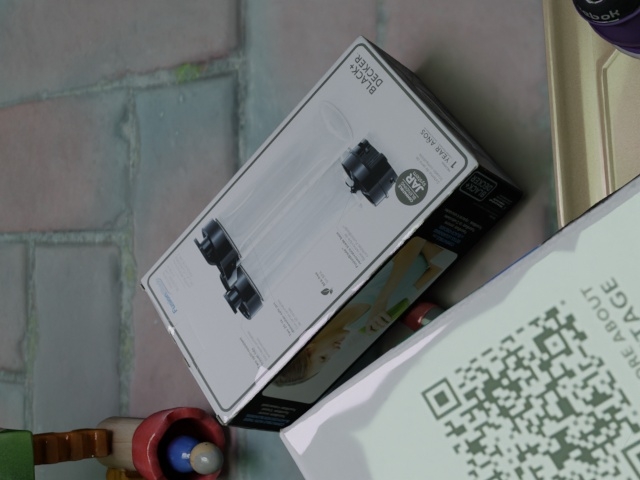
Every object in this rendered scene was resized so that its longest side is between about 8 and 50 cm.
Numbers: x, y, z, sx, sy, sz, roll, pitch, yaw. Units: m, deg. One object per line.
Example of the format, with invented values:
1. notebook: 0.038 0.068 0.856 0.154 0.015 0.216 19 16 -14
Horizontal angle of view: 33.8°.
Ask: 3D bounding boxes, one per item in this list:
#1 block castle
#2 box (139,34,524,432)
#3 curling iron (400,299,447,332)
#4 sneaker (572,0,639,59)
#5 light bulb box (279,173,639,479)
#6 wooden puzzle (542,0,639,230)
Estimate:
1. block castle: -0.293 0.306 0.904 0.213 0.453 0.303 -8 82 50
2. box: 0.000 0.000 0.861 0.290 0.087 0.169 -47 56 15
3. curling iron: 0.091 0.078 0.862 0.274 0.035 0.068 15 114 36
4. sneaker: 0.238 -0.257 0.646 0.107 0.124 0.283 23 97 36
5. light bulb box: 0.247 0.106 0.353 0.361 0.225 0.358 -38 74 24
6. wooden puzzle: 0.273 -0.111 0.713 0.239 0.044 0.221 -7 84 35
